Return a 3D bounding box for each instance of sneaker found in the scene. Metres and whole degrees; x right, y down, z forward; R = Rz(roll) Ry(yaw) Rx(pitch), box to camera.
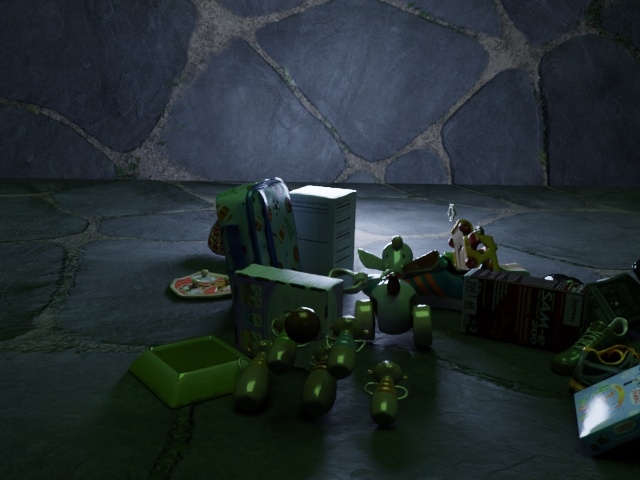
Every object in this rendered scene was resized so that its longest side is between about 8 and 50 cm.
[{"bbox_3d":[-0.191,0.008,2.045,0.299,0.121,0.112,9,-14,32],"label":"sneaker"},{"bbox_3d":[0.248,0.088,1.705,0.302,0.121,0.108,4,14,12],"label":"sneaker"},{"bbox_3d":[0.538,0.223,1.268,0.214,0.083,0.084,-2,12,-19],"label":"sneaker"},{"bbox_3d":[0.482,0.084,1.912,0.134,0.051,0.070,8,13,11],"label":"sneaker"},{"bbox_3d":[0.514,0.192,1.379,0.192,0.086,0.064,-6,16,-29],"label":"sneaker"}]

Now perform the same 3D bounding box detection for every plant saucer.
[{"bbox_3d":[-0.214,0.216,1.270,0.188,0.045,0.188,-8,16,-36],"label":"plant saucer"}]

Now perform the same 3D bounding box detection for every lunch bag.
[{"bbox_3d":[-0.126,0.025,1.566,0.114,0.304,0.243,-8,9,16],"label":"lunch bag"}]

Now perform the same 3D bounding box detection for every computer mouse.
[{"bbox_3d":[0.631,0.147,1.547,0.272,0.072,0.189,-11,61,-17],"label":"computer mouse"}]

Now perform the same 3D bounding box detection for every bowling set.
[{"bbox_3d":[0.003,0.165,1.151,0.286,0.200,0.154,7,32,7],"label":"bowling set"}]

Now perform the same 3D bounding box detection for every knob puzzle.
[{"bbox_3d":[-0.277,0.104,1.764,0.213,0.030,0.213,2,14,0],"label":"knob puzzle"}]

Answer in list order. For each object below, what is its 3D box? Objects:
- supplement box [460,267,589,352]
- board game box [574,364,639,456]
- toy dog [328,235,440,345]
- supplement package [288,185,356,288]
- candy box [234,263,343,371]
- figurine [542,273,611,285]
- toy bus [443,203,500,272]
[{"bbox_3d":[0.414,0.142,1.486,0.239,0.130,0.073,8,14,28],"label":"supplement box"},{"bbox_3d":[0.486,0.231,1.083,0.211,0.039,0.160,-32,2,20],"label":"board game box"},{"bbox_3d":[0.149,0.077,1.522,0.220,0.161,0.334,-9,32,-11],"label":"toy dog"},{"bbox_3d":[0.000,0.000,1.774,0.139,0.244,0.134,8,15,24],"label":"supplement package"},{"bbox_3d":[-0.059,0.143,1.341,0.196,0.165,0.070,9,17,25],"label":"candy box"},{"bbox_3d":[0.641,0.121,1.713,0.214,0.092,0.209,4,10,6],"label":"figurine"},{"bbox_3d":[0.391,0.027,1.826,0.104,0.202,0.191,0,19,-10],"label":"toy bus"}]
